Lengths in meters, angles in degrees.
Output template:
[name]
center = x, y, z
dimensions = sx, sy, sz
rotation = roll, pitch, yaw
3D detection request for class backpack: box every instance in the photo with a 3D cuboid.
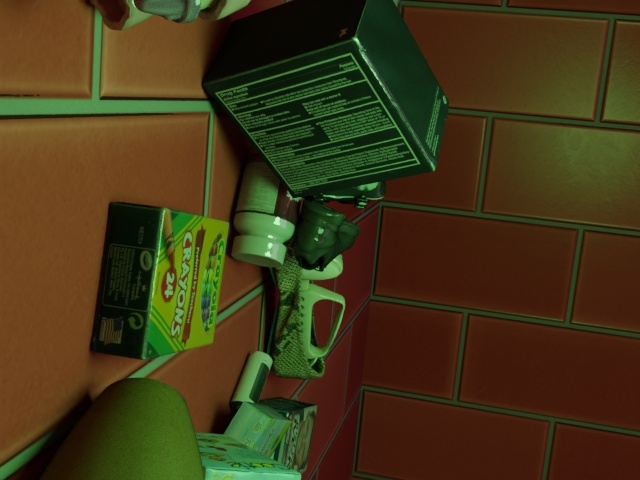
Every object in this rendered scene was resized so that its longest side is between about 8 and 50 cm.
[backpack]
center = 0.018, -0.175, 1.774
dimensions = 0.253, 0.225, 0.191
rotation = -148, -119, -76

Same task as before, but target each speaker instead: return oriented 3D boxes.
[speaker]
center = -0.146, 0.301, 1.738
dimensions = 0.136, 0.055, 0.055
rotation = -70, 162, -44

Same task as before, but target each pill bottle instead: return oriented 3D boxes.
[pill bottle]
center = -0.099, -0.067, 1.571
dimensions = 0.121, 0.121, 0.221
rotation = 58, 41, -71

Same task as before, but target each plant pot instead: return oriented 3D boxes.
[plant pot]
center = -0.239, 0.300, 1.001
dimensions = 0.254, 0.237, 0.237
rotation = -91, 179, -51

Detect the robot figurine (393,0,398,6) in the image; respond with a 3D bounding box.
[robot figurine]
center = 0.088, -0.589, 1.929
dimensions = 0.300, 0.200, 0.353
rotation = 96, 9, -51

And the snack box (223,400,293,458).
[snack box]
center = -0.146, 0.415, 1.640
dimensions = 0.174, 0.070, 0.207
rotation = -58, 163, -5

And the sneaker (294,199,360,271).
[sneaker]
center = 0.000, 0.000, 1.652
dimensions = 0.130, 0.109, 0.286
rotation = -69, 164, -1

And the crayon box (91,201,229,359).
[crayon box]
center = -0.216, 0.058, 1.212
dimensions = 0.318, 0.081, 0.202
rotation = 9, 88, -78

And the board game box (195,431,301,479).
[board game box]
center = -0.158, 0.373, 1.191
dimensions = 0.275, 0.144, 0.142
rotation = -3, -103, 63

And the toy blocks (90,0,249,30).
[toy blocks]
center = -0.213, -0.344, 0.793
dimensions = 0.260, 0.309, 0.288
rotation = -27, 117, -36

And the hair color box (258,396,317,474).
[hair color box]
center = -0.099, 0.464, 1.915
dimensions = 0.347, 0.105, 0.174
rotation = 39, 61, -77

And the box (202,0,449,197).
[box]
center = 0.019, -0.250, 1.385
dimensions = 0.294, 0.296, 0.182
rotation = 51, 43, -40

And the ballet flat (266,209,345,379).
[ballet flat]
center = -0.032, 0.109, 1.843
dimensions = 0.164, 0.182, 0.482
rotation = -61, 155, -59
